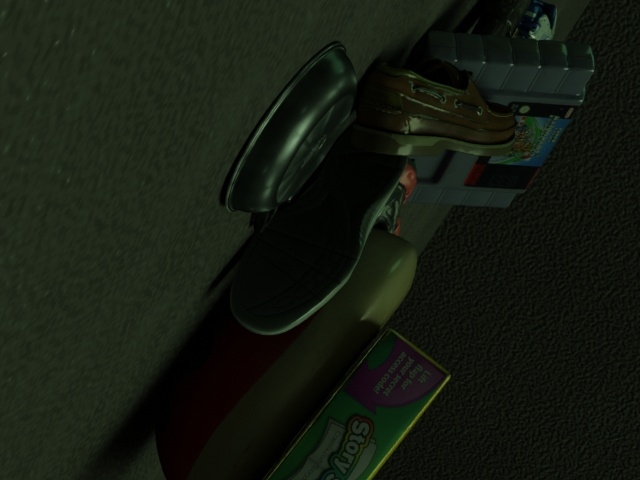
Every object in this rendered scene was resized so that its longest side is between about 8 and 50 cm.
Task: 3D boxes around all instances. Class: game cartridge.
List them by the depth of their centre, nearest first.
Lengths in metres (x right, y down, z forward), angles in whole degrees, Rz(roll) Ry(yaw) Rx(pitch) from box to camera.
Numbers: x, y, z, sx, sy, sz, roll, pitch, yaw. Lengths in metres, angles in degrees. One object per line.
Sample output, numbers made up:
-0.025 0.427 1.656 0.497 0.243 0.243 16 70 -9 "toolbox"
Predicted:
0.205 -0.150 2.108 0.355 0.230 0.068 114 -20 -59 "game cartridge"

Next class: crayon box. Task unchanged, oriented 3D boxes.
0.007 0.280 1.956 0.363 0.106 0.313 -52 174 -3 "crayon box"

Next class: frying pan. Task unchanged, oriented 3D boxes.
-0.045 -0.061 1.579 0.197 0.053 0.326 -45 166 -45 "frying pan"

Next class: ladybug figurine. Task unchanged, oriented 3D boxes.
-0.060 0.153 1.978 0.449 0.162 0.305 -51 176 -5 "ladybug figurine"

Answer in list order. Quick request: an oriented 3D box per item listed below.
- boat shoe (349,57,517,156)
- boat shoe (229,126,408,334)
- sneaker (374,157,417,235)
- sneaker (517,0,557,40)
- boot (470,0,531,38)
0.153 -0.161 1.874 0.307 0.110 0.105 -10 112 -57 "boat shoe"
-0.002 -0.002 1.857 0.320 0.118 0.103 -57 172 -32 "boat shoe"
0.055 -0.021 2.138 0.135 0.097 0.276 -62 175 -24 "sneaker"
0.296 -0.309 2.464 0.296 0.111 0.131 -43 150 -63 "sneaker"
0.218 -0.247 2.235 0.229 0.091 0.263 -58 -178 -28 "boot"
